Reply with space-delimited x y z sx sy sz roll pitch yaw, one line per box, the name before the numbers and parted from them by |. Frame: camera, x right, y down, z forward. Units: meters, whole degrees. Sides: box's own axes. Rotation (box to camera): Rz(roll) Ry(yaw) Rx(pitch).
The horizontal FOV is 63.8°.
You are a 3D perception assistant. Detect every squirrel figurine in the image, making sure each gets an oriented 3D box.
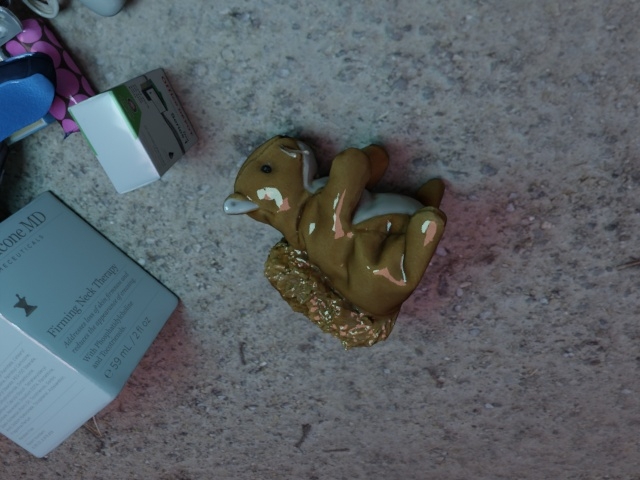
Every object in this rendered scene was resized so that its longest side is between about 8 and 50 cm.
squirrel figurine | 0.000 0.000 0.963 0.370 0.281 0.397 22 118 5

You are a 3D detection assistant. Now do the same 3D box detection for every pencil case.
pencil case | -0.511 -0.306 0.982 0.098 0.095 0.210 -13 114 34

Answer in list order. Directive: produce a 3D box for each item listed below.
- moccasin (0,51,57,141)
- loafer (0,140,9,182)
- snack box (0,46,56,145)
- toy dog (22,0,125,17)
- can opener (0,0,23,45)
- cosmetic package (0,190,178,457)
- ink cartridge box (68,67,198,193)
moccasin | -0.611 -0.238 0.929 0.341 0.117 0.138 -12 145 11
loafer | -0.703 -0.072 1.001 0.108 0.303 0.095 17 159 17
snack box | -0.682 -0.345 1.004 0.187 0.060 0.322 -18 114 19
toy dog | -0.449 -0.524 0.801 0.219 0.161 0.334 10 160 21
can opener | -0.645 -0.362 0.922 0.283 0.095 0.076 -17 152 24
cosmetic package | -0.607 0.183 1.130 0.393 0.329 0.327 44 118 -15
ink cartridge box | -0.324 -0.206 0.929 0.092 0.219 0.160 -17 115 15
